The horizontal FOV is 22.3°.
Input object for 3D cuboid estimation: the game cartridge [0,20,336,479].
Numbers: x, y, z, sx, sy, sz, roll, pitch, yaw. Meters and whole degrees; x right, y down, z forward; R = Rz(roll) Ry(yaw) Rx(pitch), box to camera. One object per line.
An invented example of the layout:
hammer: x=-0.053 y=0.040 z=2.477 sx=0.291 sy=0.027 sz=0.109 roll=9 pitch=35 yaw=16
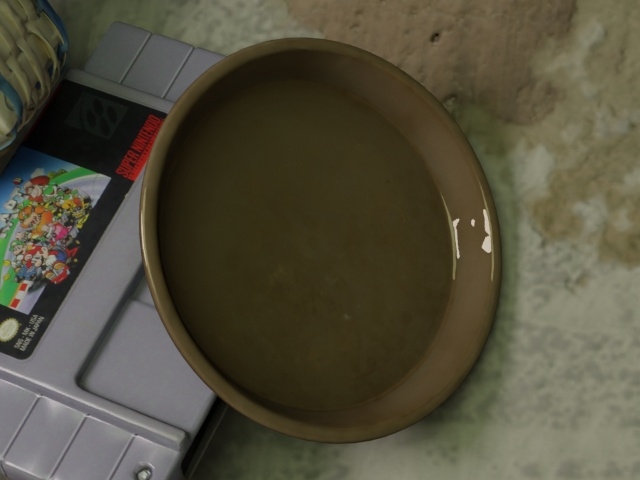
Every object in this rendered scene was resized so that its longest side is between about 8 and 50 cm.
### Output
game cartridge: x=-0.137 y=0.013 z=1.149 sx=0.230 sy=0.068 sz=0.355 roll=21 pitch=65 yaw=13

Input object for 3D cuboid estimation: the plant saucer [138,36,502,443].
plant saucer: x=0.000 y=0.000 z=1.100 sx=0.278 sy=0.041 sz=0.277 roll=7 pitch=75 yaw=-29

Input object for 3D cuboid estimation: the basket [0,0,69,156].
basket: x=-0.318 y=-0.146 z=1.195 sx=0.255 sy=0.201 sz=0.289 roll=-26 pitch=36 yaw=15
